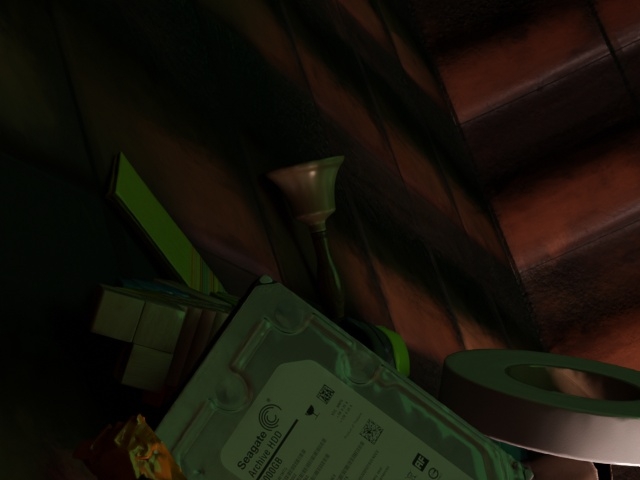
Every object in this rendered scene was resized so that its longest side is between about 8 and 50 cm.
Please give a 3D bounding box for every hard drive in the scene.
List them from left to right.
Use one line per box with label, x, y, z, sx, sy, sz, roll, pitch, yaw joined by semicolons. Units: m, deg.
hard drive;0.012;0.223;1.278;0.339;0.237;0.064;37;-24;-5

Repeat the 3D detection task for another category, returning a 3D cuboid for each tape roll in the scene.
tape roll;0.364;0.235;1.933;0.392;0.392;0.072;-18;118;-74

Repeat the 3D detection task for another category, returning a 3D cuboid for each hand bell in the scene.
hand bell;0.000;0.000;2.052;0.126;0.126;0.242;-21;99;-75

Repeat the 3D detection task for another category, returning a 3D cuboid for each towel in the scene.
towel;-0.175;0.010;1.566;0.237;0.021;0.102;56;13;-28

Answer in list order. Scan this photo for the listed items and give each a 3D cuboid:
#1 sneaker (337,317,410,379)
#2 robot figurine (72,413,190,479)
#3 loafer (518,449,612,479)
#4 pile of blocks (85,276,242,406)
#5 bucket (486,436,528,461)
sneaker;0.081;0.240;1.932;0.121;0.111;0.300;32;30;-46
robot figurine;-0.125;0.303;1.118;0.291;0.085;0.211;61;29;-13
loafer;0.382;0.345;1.982;0.133;0.130;0.366;65;15;4
pile of blocks;-0.144;0.112;1.401;0.362;0.149;0.112;14;95;-59
bucket;0.234;0.394;2.009;0.281;0.183;0.281;56;17;-26
